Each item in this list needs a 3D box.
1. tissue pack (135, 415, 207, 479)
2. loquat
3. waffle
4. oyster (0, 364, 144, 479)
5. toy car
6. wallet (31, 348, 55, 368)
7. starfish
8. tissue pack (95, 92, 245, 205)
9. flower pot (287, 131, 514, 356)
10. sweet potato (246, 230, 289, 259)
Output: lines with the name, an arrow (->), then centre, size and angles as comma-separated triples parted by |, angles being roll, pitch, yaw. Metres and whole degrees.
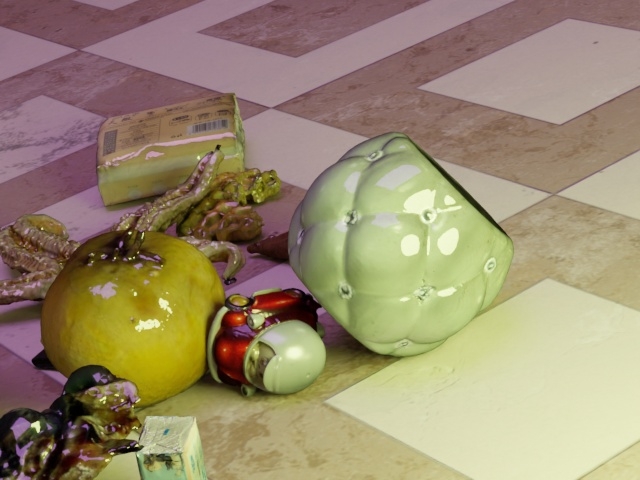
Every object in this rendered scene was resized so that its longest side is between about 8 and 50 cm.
tissue pack -> -0.145, 0.229, 1.672 | 0.058, 0.094, 0.074 | -3, 26, 9
loquat -> -0.217, 0.083, 1.900 | 0.213, 0.213, 0.213 | -11, 24, 5
waffle -> -0.126, -0.048, 2.326 | 0.149, 0.051, 0.194 | -13, 24, 3
oyster -> -0.336, 0.240, 1.678 | 0.361, 0.096, 0.221 | -35, 9, -9
toy car -> -0.043, 0.118, 1.872 | 0.139, 0.112, 0.112 | -18, 38, -34
wallet -> -0.281, 0.113, 2.087 | 0.082, 0.018, 0.157 | 1, 27, 29
starfish -> -0.260, 0.001, 2.223 | 0.432, 0.082, 0.324 | -15, 23, 22
tissue pack -> -0.223, -0.136, 2.519 | 0.222, 0.090, 0.186 | -13, 26, 2
flower pot -> 0.084, 0.008, 1.873 | 0.195, 0.246, 0.246 | -44, 24, 7
sweet potato -> 0.000, -0.006, 2.155 | 0.226, 0.068, 0.068 | 0, 27, 27
